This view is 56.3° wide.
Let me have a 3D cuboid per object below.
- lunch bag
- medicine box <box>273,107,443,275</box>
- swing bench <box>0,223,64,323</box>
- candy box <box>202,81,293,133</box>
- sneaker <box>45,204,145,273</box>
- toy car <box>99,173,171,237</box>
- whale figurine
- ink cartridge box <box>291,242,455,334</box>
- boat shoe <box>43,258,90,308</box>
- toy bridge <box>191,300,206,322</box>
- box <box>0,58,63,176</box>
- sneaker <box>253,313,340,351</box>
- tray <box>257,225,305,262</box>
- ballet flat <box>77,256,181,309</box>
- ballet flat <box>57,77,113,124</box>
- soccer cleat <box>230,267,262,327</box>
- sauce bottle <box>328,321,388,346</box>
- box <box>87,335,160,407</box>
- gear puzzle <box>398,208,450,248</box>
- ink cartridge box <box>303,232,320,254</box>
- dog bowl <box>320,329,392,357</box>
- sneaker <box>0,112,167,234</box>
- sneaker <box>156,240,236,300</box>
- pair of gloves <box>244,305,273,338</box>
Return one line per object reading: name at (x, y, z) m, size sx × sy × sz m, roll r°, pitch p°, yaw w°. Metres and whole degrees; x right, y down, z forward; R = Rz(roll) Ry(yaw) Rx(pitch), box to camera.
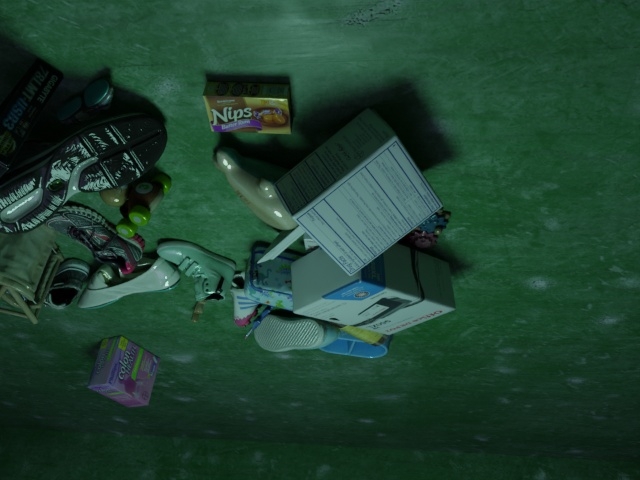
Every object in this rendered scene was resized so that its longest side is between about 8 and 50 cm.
lunch bag at (-0.119, 0.111, 1.805) m, size 0.219 × 0.176 × 0.090 m, roll 16°, pitch 139°, yaw -17°
medicine box at (0.089, -0.105, 1.384) m, size 0.289 × 0.149 × 0.263 m, roll -38°, pitch 133°, yaw 7°
swing bench at (-0.894, 0.075, 1.798) m, size 0.165 × 0.253 × 0.254 m, roll 16°, pitch 145°, yaw -14°
candy box at (-0.159, -0.295, 1.334) m, size 0.187 × 0.053 × 0.109 m, roll 2°, pitch 145°, yaw 3°
sneaker at (-0.667, -0.007, 1.771) m, size 0.299 × 0.111 × 0.121 m, roll 28°, pitch 140°, yaw -27°
toy car at (-0.515, -0.132, 1.551) m, size 0.188 × 0.155 × 0.149 m, roll 39°, pitch 135°, yaw -21°
whale figurine at (-0.140, -0.149, 1.491) m, size 0.272 × 0.141 × 0.216 m, roll 42°, pitch 167°, yaw -11°
ink cartridge box at (0.156, 0.134, 1.740) m, size 0.395 × 0.166 × 0.286 m, roll 18°, pitch 146°, yaw -37°
boat shoe at (-0.903, 0.174, 2.056) m, size 0.121 × 0.119 × 0.335 m, roll 26°, pitch 140°, yaw -27°
toy bridge at (-0.423, 0.226, 2.106) m, size 0.026 × 0.063 × 0.188 m, roll 16°, pitch 145°, yaw -14°
box at (-0.711, -0.217, 1.317) m, size 0.073 × 0.295 × 0.293 m, roll 34°, pitch 136°, yaw -31°
sneaker at (-0.084, 0.336, 2.133) m, size 0.366 × 0.135 × 0.150 m, roll -1°, pitch 170°, yaw 44°
tray at (-0.068, -0.029, 1.621) m, size 0.030 × 0.145 × 0.270 m, roll 42°, pitch 136°, yaw -9°
ballet flat at (-0.648, 0.121, 1.959) m, size 0.401 × 0.139 × 0.139 m, roll -13°, pitch 141°, yaw 19°
ballet flat at (-0.520, -0.314, 1.365) m, size 0.189 × 0.070 × 0.070 m, roll -15°, pitch 140°, yaw 30°
soccer cleat at (-0.246, 0.179, 1.996) m, size 0.143 × 0.116 × 0.331 m, roll 36°, pitch 142°, yaw -4°
sauce bottle at (0.091, 0.254, 2.029) m, size 0.345 × 0.111 × 0.111 m, roll 31°, pitch 138°, yaw -33°
box at (-0.816, 0.551, 2.498) m, size 0.118 × 0.213 × 0.243 m, roll -15°, pitch 139°, yaw 28°
gear puzzle at (0.175, -0.047, 1.644) m, size 0.339 × 0.044 × 0.175 m, roll 10°, pitch 145°, yaw -6°
ink cartridge box at (0.000, 0.000, 1.711) m, size 0.089 × 0.052 × 0.122 m, roll 3°, pitch 156°, yaw 5°
dog bowl at (0.118, 0.369, 2.221) m, size 0.298 × 0.074 × 0.165 m, roll 9°, pitch 145°, yaw -3°
sneaker at (-0.600, -0.216, 1.432) m, size 0.448 × 0.257 × 0.169 m, roll -29°, pitch 134°, yaw -7°
sneaker at (-0.393, 0.101, 1.848) m, size 0.256 × 0.151 × 0.094 m, roll 21°, pitch 144°, yaw -18°
pair of gloves at (-0.191, 0.246, 1.992) m, size 0.023 × 0.198 × 0.159 m, roll 40°, pitch 113°, yaw 0°
